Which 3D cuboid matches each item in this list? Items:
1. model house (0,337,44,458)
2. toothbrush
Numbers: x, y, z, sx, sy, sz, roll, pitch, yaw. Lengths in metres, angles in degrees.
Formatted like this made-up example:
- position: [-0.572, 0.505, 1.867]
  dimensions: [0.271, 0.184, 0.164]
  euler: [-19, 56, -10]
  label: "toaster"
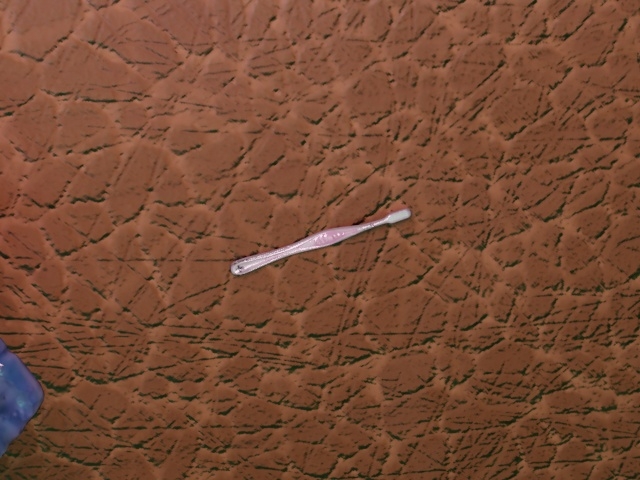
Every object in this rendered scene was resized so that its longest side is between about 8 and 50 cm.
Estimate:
- position: [-0.459, 0.098, 1.522]
  dimensions: [0.400, 0.445, 0.395]
  euler: [-38, 111, 9]
  label: "model house"
- position: [0.000, 0.000, 1.763]
  dimensions: [0.204, 0.022, 0.017]
  euler: [-18, 97, 2]
  label: "toothbrush"
